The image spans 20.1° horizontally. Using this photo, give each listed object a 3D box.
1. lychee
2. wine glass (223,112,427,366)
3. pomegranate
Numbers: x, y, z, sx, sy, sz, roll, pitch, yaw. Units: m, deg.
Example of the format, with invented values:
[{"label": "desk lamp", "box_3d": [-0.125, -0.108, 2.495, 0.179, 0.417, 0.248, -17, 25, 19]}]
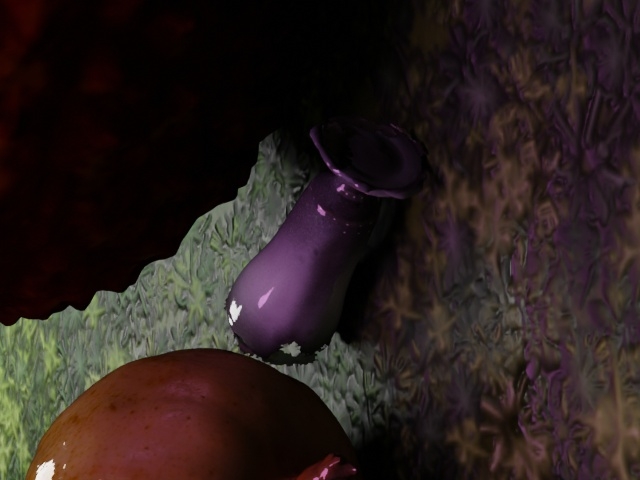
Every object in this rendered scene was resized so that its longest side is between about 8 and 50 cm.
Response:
[{"label": "lychee", "box_3d": [-0.222, -0.144, 1.087, 0.500, 0.424, 0.425, -54, 45, 41]}, {"label": "wine glass", "box_3d": [0.000, 0.000, 1.035, 0.155, 0.072, 0.072, -60, 41, 41]}, {"label": "pomegranate", "box_3d": [-0.072, 0.162, 1.034, 0.207, 0.207, 0.207, 0, 90, 61]}]
